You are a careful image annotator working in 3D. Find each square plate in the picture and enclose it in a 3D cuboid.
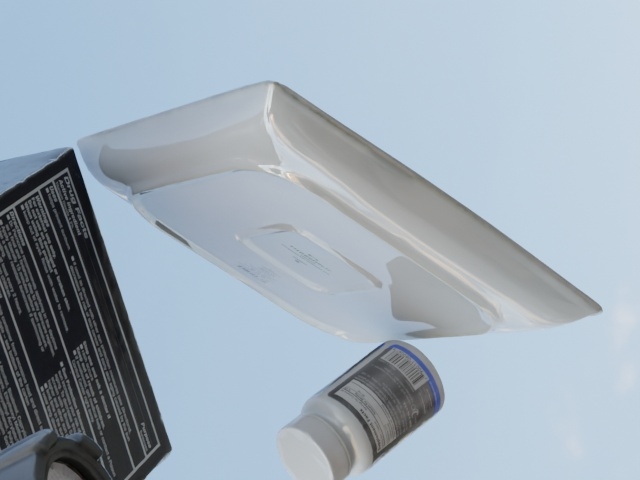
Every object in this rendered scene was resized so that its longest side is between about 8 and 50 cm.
[{"bbox_3d":[0.000,0.000,1.567,0.347,0.344,0.049,34,-112,-25],"label":"square plate"}]

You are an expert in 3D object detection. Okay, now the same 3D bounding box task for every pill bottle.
[{"bbox_3d":[0.033,0.148,1.592,0.137,0.078,0.078,-34,-56,-34],"label":"pill bottle"}]

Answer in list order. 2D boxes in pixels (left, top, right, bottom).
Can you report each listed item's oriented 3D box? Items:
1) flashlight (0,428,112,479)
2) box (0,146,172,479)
[{"bbox_3d":[-0.257,0.219,1.164,0.103,0.304,0.103,58,-158,-12],"label":"flashlight"},{"bbox_3d":[-0.290,0.116,1.549,0.294,0.183,0.296,-44,-59,-62],"label":"box"}]
